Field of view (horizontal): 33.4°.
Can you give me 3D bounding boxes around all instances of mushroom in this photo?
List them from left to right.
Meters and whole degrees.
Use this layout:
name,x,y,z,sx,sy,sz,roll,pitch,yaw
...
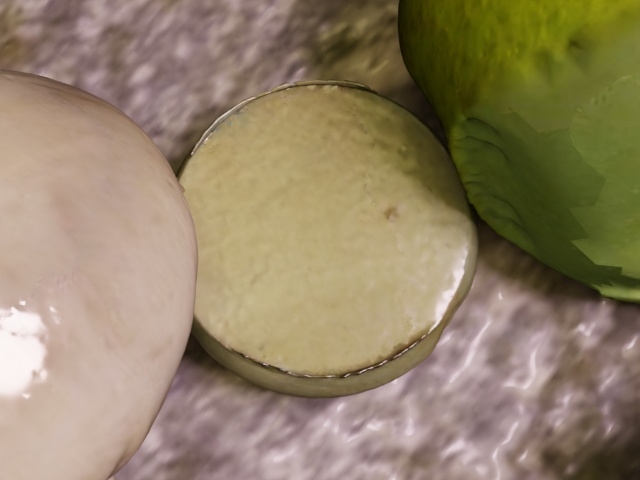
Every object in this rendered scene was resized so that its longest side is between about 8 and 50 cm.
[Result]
name,x,y,z,sx,sy,sz,roll,pitch,yaw
mushroom,-0.210,0.080,0.524,0.315,0.315,0.356,5,80,2

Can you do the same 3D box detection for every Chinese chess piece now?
name,x,y,z,sx,sy,sz,roll,pitch,yaw
Chinese chess piece,0.000,0.000,0.639,0.188,0.083,0.189,0,79,1

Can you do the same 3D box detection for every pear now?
name,x,y,z,sx,sy,sz,roll,pitch,yaw
pear,0.199,-0.112,0.547,0.317,0.342,0.239,3,63,13
